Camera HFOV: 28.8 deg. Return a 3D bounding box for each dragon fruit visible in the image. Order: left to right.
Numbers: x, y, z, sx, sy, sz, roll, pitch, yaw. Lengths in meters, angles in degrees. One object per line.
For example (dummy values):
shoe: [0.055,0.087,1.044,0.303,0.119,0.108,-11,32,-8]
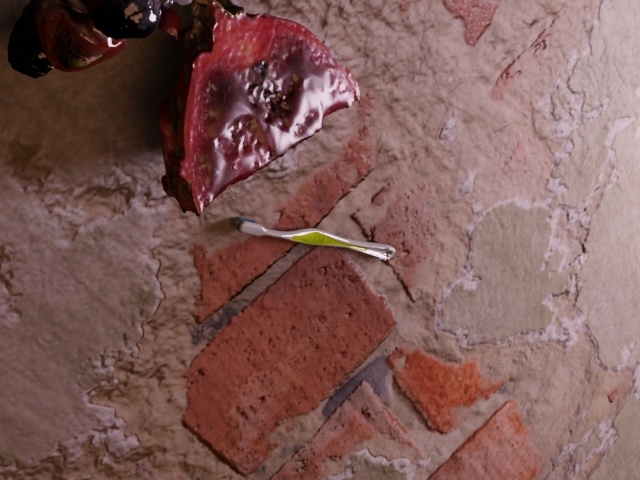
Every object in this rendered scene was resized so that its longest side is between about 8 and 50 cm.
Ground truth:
dragon fruit: [-0.104,-0.173,1.347,0.262,0.134,0.211,-34,120,-34]

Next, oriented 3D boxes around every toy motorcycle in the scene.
toy motorcycle: [-0.164,-0.311,1.105,0.134,0.207,0.401,22,101,-37]

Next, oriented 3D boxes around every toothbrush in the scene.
toothbrush: [0.000,0.000,1.573,0.263,0.026,0.022,12,115,-38]
